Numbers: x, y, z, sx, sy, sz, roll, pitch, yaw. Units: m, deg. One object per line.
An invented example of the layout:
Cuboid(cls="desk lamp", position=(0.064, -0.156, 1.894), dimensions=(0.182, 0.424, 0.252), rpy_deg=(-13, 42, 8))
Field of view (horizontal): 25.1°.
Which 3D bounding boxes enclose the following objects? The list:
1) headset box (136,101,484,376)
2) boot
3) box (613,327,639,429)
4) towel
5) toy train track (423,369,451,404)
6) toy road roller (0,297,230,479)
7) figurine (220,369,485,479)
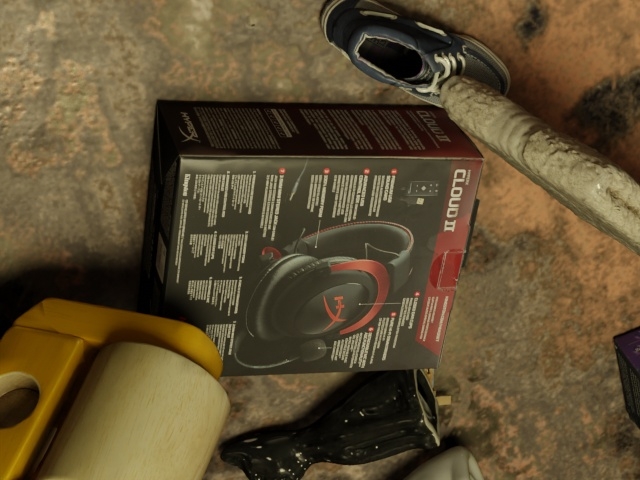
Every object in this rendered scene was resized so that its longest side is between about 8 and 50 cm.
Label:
Cuboid(cls="headset box", position=(0.000, 0.000, 1.247), dimensions=(0.293, 0.110, 0.218), rpy_deg=(-1, 120, -17))
Cuboid(cls="boot", position=(0.090, -0.143, 1.206), dimensions=(0.190, 0.086, 0.069), rpy_deg=(18, 113, -26))
Cuboid(cls="box", position=(0.405, 0.165, 1.417), dimensions=(0.153, 0.207, 0.108), rpy_deg=(-21, 124, -5))
Cuboid(cls="towel", position=(0.235, -0.043, 1.221), dimensions=(0.282, 0.187, 0.049), rpy_deg=(29, 96, -49))
Cuboid(cls="toy train track", position=(0.105, 0.142, 1.425), dimensions=(0.048, 0.014, 0.083), rpy_deg=(-3, 115, -8))
Cuboid(cls="toy road roller", position=(-0.227, 0.190, 1.188), dimensions=(0.329, 0.202, 0.240), rpy_deg=(7, 143, 22))
Cuboid(cls="figurine", position=(0.038, 0.237, 1.416), dimensions=(0.209, 0.092, 0.215), rpy_deg=(-22, 125, 14))
